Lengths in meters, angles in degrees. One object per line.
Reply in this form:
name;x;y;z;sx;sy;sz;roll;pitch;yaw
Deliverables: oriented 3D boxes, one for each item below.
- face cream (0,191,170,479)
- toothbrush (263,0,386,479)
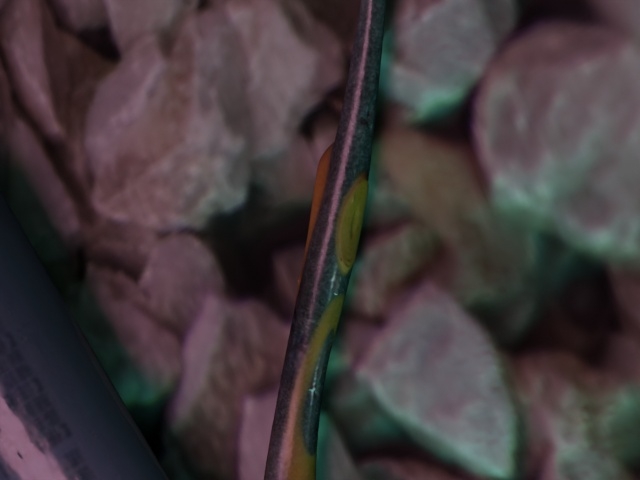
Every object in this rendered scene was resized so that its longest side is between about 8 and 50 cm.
face cream;-0.140;0.070;0.473;0.135;0.086;0.385;-36;83;34
toothbrush;0.002;0.001;0.406;0.031;0.023;0.321;14;103;37
